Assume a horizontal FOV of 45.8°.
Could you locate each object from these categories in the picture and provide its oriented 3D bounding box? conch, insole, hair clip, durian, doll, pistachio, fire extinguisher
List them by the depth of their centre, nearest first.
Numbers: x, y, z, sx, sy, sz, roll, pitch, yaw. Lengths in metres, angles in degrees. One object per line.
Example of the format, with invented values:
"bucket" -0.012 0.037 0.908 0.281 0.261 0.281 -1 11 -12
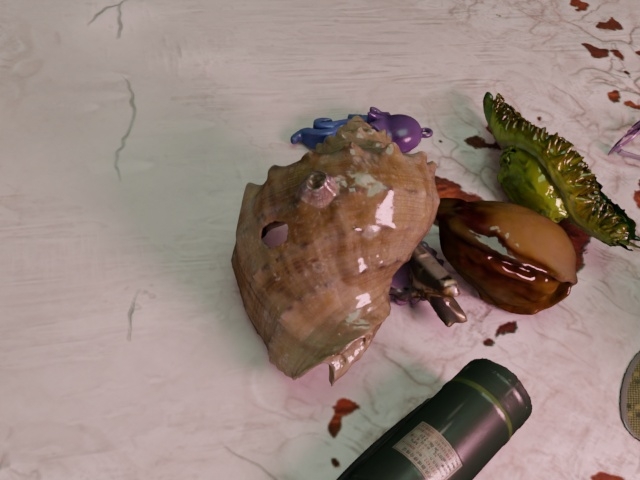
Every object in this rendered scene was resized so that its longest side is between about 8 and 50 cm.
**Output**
"fire extinguisher" 0.094 0.239 0.767 0.118 0.093 0.294 32 52 32
"conch" -0.006 -0.008 0.870 0.263 0.186 0.324 -13 42 39
"pistachio" 0.225 0.012 0.952 0.210 0.130 0.165 31 7 -10
"insole" 0.477 0.151 0.967 0.322 0.007 0.109 -33 64 -31
"hair clip" 0.094 -0.006 0.979 0.106 0.084 0.292 -17 51 -17
"durian" 0.320 -0.091 1.059 0.107 0.132 0.375 -5 46 -31
"doll" 0.059 -0.153 1.098 0.206 0.067 0.110 0 43 6

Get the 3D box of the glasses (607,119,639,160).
"glasses" 0.535 -0.143 1.208 0.104 0.062 0.140 49 56 0
